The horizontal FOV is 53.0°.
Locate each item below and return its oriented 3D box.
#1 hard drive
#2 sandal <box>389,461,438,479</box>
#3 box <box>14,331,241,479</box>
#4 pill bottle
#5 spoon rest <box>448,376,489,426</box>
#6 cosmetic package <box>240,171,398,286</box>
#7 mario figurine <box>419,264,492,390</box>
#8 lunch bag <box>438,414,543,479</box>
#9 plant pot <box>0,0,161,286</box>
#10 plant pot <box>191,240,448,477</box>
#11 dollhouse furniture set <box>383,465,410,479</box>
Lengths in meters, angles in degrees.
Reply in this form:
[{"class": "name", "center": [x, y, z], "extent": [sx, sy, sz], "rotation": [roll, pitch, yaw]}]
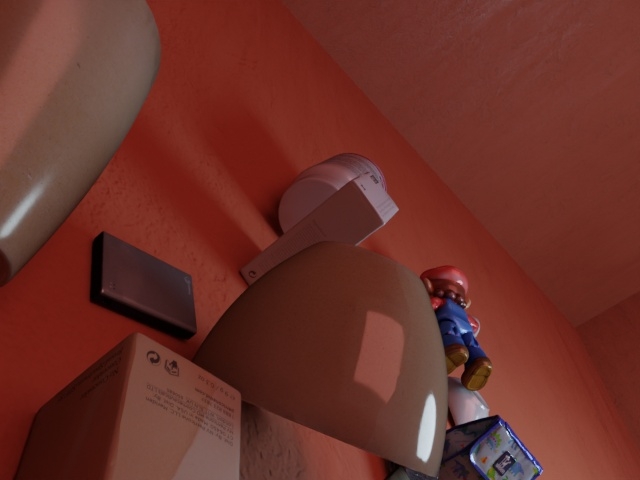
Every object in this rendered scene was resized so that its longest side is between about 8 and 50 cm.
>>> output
[{"class": "hard drive", "center": [-0.206, 0.055, 0.759], "extent": [0.135, 0.022, 0.094], "rotation": [34, 28, -41]}, {"class": "sandal", "center": [0.136, 0.356, 0.978], "extent": [0.097, 0.054, 0.255], "rotation": [37, 35, -19]}, {"class": "box", "center": [-0.146, 0.236, 0.442], "extent": [0.121, 0.148, 0.311], "rotation": [40, 24, -30]}, {"class": "pill bottle", "center": [0.027, -0.077, 1.250], "extent": [0.160, 0.160, 0.283], "rotation": [53, 21, -1]}, {"class": "spoon rest", "center": [0.308, 0.375, 1.278], "extent": [0.137, 0.084, 0.276], "rotation": [43, 10, -27]}, {"class": "cosmetic package", "center": [0.000, 0.000, 0.978], "extent": [0.086, 0.231, 0.117], "rotation": [53, 22, 0]}, {"class": "mario figurine", "center": [0.266, 0.193, 1.405], "extent": [0.321, 0.170, 0.198], "rotation": [-91, 160, -57]}, {"class": "lunch bag", "center": [0.276, 0.375, 1.083], "extent": [0.129, 0.151, 0.096], "rotation": [50, 21, -11]}, {"class": "plant pot", "center": [-0.295, -0.101, 0.568], "extent": [0.256, 0.256, 0.274], "rotation": [35, 44, -38]}, {"class": "plant pot", "center": [0.022, 0.113, 0.708], "extent": [0.284, 0.284, 0.191], "rotation": [35, 71, -39]}, {"class": "dollhouse furniture set", "center": [0.001, 0.325, 0.581], "extent": [0.212, 0.161, 0.242], "rotation": [58, 22, 12]}]
